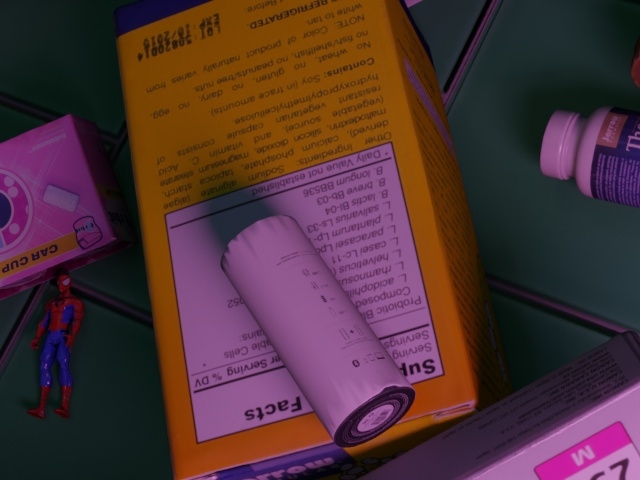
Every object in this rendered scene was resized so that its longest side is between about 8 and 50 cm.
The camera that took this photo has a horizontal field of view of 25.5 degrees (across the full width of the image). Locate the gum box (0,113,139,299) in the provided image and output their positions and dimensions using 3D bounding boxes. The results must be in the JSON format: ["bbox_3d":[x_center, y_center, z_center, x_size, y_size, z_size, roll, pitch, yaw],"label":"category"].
[{"bbox_3d":[-0.255,-0.014,1.129,0.188,0.062,0.107,-22,83,10],"label":"gum box"}]

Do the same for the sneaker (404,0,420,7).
[{"bbox_3d":[0.038,-0.237,1.123,0.296,0.104,0.147,-18,28,36],"label":"sneaker"}]

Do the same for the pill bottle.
[{"bbox_3d":[0.220,-0.058,0.993,0.120,0.067,0.067,14,75,24],"label":"pill bottle"}]

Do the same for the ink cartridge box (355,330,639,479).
[{"bbox_3d":[0.118,0.215,0.831,0.275,0.239,0.060,-30,24,6],"label":"ink cartridge box"}]

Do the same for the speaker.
[{"bbox_3d":[-0.003,0.050,0.815,0.055,0.055,0.136,-37,62,2],"label":"speaker"}]

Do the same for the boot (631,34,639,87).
[{"bbox_3d":[0.333,-0.227,0.996,0.284,0.109,0.220,-18,66,10],"label":"boot"}]

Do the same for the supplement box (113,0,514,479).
[{"bbox_3d":[0.000,0.000,0.977,0.194,0.195,0.356,-17,64,13],"label":"supplement box"}]

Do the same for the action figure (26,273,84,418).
[{"bbox_3d":[-0.207,0.081,1.113,0.038,0.030,0.115,-6,65,21],"label":"action figure"}]
